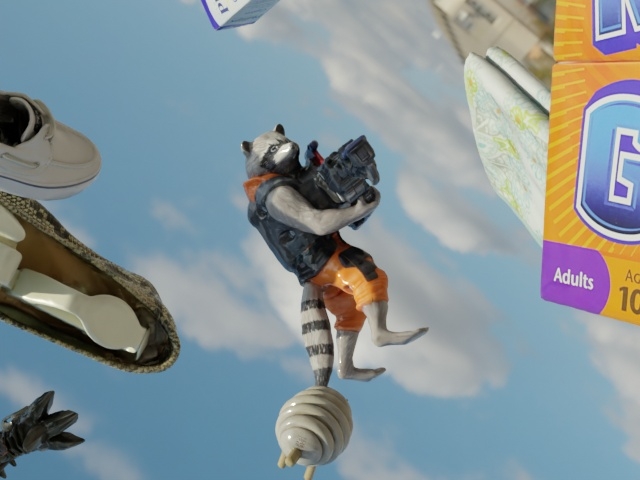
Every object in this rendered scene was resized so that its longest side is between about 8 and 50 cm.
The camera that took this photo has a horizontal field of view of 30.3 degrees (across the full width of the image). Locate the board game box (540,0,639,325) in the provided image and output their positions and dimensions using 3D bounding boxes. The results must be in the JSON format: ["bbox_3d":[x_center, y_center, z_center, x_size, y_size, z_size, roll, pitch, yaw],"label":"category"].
[{"bbox_3d":[0.405,-0.112,0.784,0.357,0.356,0.356,-2,-172,-28],"label":"board game box"}]

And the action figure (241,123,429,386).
[{"bbox_3d":[0.000,0.000,1.438,0.330,0.179,0.341,61,171,13],"label":"action figure"}]

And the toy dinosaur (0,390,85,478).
[{"bbox_3d":[-0.344,0.164,0.973,0.218,0.322,0.164,-40,-69,-42],"label":"toy dinosaur"}]

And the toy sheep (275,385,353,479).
[{"bbox_3d":[-0.008,0.206,1.279,0.091,0.091,0.132,39,-148,-4],"label":"toy sheep"}]

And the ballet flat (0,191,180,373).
[{"bbox_3d":[-0.350,0.040,1.422,0.483,0.164,0.182,33,176,-39],"label":"ballet flat"}]

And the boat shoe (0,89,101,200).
[{"bbox_3d":[-0.321,-0.113,1.226,0.268,0.088,0.096,15,-132,-49],"label":"boat shoe"}]

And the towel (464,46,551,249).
[{"bbox_3d":[0.378,-0.125,2.029,0.374,0.090,0.320,54,169,45],"label":"towel"}]

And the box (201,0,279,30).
[{"bbox_3d":[-0.113,-0.376,1.629,0.072,0.137,0.126,-22,-94,-36],"label":"box"}]
